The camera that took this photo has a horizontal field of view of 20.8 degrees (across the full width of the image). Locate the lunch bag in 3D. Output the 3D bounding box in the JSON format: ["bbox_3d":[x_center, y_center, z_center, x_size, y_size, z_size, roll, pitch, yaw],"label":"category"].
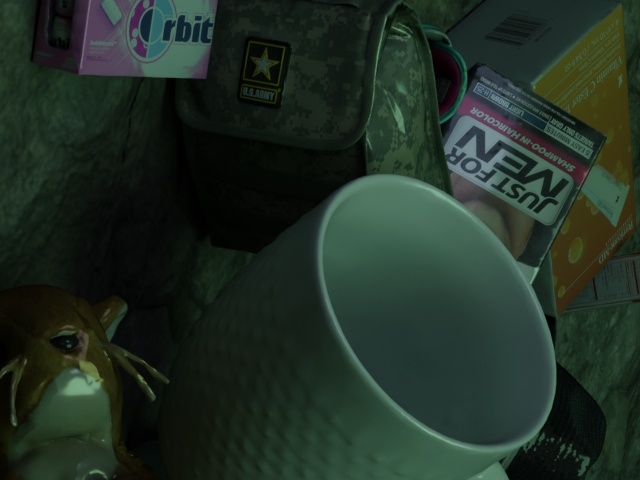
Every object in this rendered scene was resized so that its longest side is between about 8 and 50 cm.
[{"bbox_3d":[-0.012,-0.123,1.724,0.169,0.235,0.287,-47,137,-40],"label":"lunch bag"}]

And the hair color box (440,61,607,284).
[{"bbox_3d":[0.157,-0.003,1.919,0.347,0.174,0.105,-62,-174,-12],"label":"hair color box"}]

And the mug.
[{"bbox_3d":[0.035,0.175,1.606,0.374,0.328,0.276,54,40,3],"label":"mug"}]

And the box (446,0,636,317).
[{"bbox_3d":[0.266,-0.115,2.180,0.215,0.168,0.345,-43,136,-37],"label":"box"}]

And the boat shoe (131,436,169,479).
[{"bbox_3d":[-0.134,0.375,1.879,0.156,0.136,0.367,-14,106,-55],"label":"boat shoe"}]

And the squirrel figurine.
[{"bbox_3d":[-0.248,0.233,1.527,0.281,0.397,0.370,-10,83,-18],"label":"squirrel figurine"}]

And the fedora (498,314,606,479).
[{"bbox_3d":[0.270,0.250,2.223,0.334,0.152,0.334,-61,-176,7],"label":"fedora"}]

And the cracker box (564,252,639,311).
[{"bbox_3d":[0.377,0.059,2.352,0.156,0.232,0.067,-2,84,-55],"label":"cracker box"}]

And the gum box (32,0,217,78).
[{"bbox_3d":[-0.179,-0.209,1.607,0.188,0.062,0.107,-6,108,-54],"label":"gum box"}]

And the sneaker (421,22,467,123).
[{"bbox_3d":[0.091,-0.174,1.899,0.295,0.178,0.123,8,97,-56],"label":"sneaker"}]
